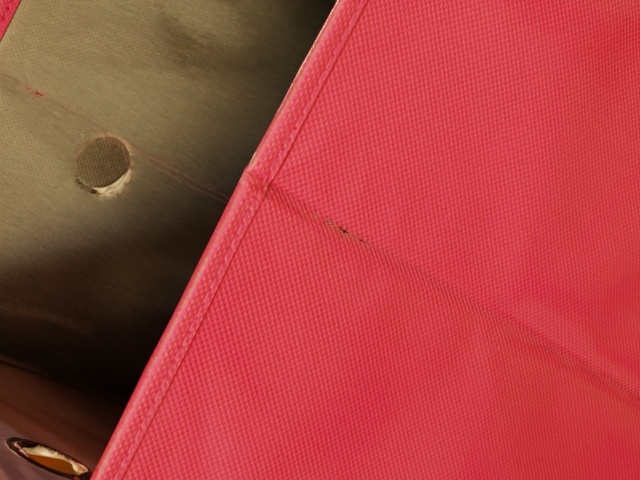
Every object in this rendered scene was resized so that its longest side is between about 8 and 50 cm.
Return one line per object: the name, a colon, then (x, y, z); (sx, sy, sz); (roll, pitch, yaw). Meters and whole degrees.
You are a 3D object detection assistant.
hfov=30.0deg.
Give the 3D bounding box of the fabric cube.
fabric cube: (0.000, 0.000, 0.500); (0.258, 0.259, 0.254); (29, -3, -38)
